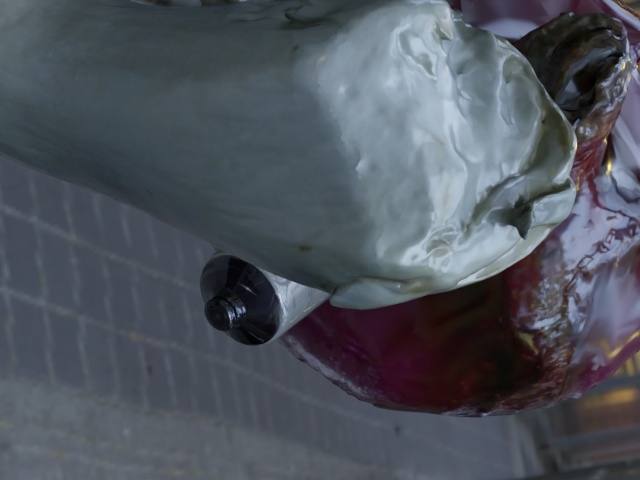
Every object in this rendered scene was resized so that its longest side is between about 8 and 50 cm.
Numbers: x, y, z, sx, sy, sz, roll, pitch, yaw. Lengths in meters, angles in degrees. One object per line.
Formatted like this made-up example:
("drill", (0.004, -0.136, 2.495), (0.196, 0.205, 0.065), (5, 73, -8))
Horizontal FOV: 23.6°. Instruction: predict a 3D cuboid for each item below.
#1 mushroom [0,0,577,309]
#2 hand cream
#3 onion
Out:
("mushroom", (-0.054, -0.049, 0.492), (0.099, 0.278, 0.096), (-69, 160, -10))
("hand cream", (0.000, 0.000, 0.843), (0.186, 0.054, 0.087), (-36, 134, -46))
("onion", (0.117, -0.050, 1.123), (0.420, 0.398, 0.398), (179, -102, -78))
